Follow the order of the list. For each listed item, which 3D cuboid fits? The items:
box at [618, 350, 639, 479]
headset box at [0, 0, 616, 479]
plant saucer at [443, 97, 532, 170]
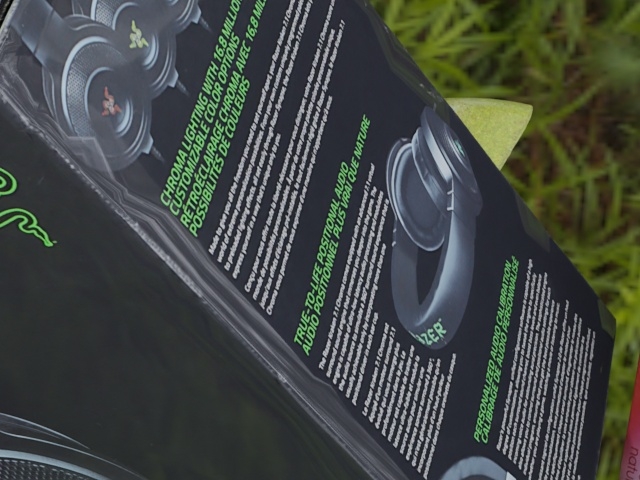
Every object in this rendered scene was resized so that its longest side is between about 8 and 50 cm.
[{"bbox_3d":[0.190,-0.009,0.561,0.128,0.122,0.257,-5,107,-43],"label":"box"},{"bbox_3d":[-0.089,0.012,0.533,0.283,0.246,0.131,50,42,-37],"label":"headset box"},{"bbox_3d":[0.000,0.000,0.938,0.045,0.188,0.188,41,66,-21],"label":"plant saucer"}]
